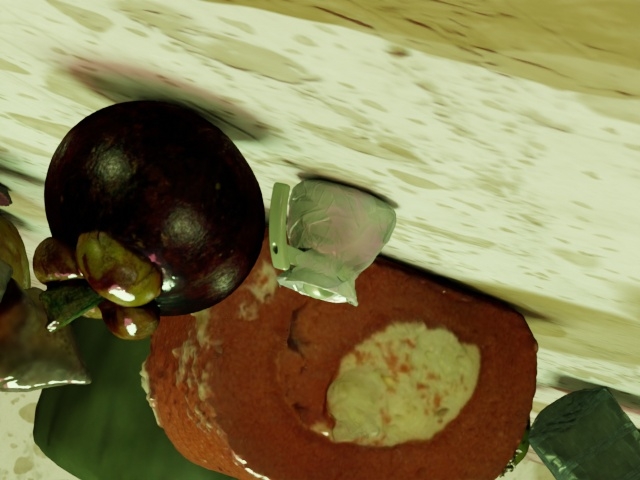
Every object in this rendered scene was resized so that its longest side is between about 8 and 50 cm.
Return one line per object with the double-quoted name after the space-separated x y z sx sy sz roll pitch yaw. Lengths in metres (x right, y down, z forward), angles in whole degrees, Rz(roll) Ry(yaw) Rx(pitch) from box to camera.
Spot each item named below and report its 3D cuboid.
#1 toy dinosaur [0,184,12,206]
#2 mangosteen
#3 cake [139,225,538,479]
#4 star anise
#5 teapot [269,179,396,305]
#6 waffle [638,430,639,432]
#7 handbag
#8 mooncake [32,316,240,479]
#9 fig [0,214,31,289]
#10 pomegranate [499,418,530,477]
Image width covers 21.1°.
-0.350 -0.050 1.463 0.139 0.070 0.286 4 164 18 "toy dinosaur"
-0.096 -0.005 0.899 0.140 0.140 0.140 17 172 2 "mangosteen"
0.009 0.098 1.232 0.283 0.177 0.151 20 172 -27 "cake"
-0.313 0.044 1.377 0.315 0.108 0.315 24 160 9 "star anise"
0.000 0.000 0.980 0.083 0.064 0.064 24 169 -39 "teapot"
0.407 0.255 1.894 0.261 0.056 0.250 13 172 13 "waffle"
0.281 0.252 1.595 0.270 0.088 0.175 52 171 25 "handbag"
-0.058 0.136 1.479 0.356 0.194 0.356 16 -179 0 "mooncake"
-0.352 0.052 1.760 0.170 0.145 0.274 13 156 35 "fig"
0.157 0.184 1.732 0.130 0.130 0.130 17 172 2 "pomegranate"
